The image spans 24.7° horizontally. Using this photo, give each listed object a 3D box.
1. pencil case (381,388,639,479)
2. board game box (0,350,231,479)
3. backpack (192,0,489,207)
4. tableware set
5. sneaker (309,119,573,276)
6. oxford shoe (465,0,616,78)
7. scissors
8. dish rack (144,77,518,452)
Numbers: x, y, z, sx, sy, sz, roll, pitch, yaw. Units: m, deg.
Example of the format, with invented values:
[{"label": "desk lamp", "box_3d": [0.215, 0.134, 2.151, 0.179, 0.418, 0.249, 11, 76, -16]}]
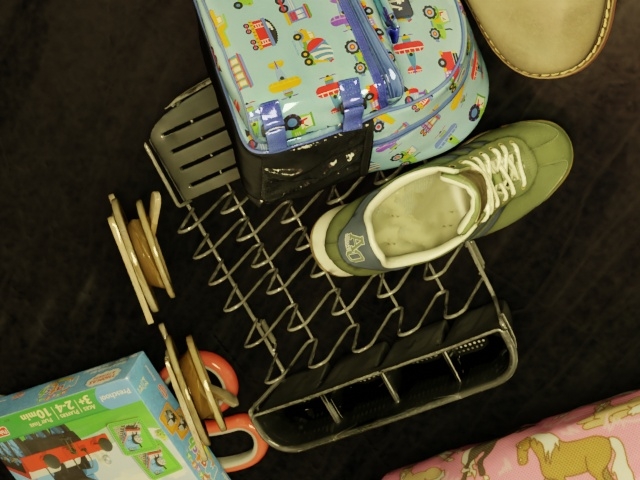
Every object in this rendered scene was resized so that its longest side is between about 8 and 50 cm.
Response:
[{"label": "pencil case", "box_3d": [0.223, 0.180, 1.010, 0.386, 0.167, 0.160, -25, 84, 25]}, {"label": "board game box", "box_3d": [-0.154, 0.198, 1.173, 0.160, 0.039, 0.211, -19, 115, 28]}, {"label": "backpack", "box_3d": [0.018, -0.119, 0.910, 0.173, 0.158, 0.117, -15, 157, -6]}, {"label": "tableware set", "box_3d": [-0.102, 0.055, 1.061, 0.039, 0.128, 0.194, -21, 102, -4]}, {"label": "sneaker", "box_3d": [0.092, -0.026, 0.932, 0.192, 0.086, 0.064, -24, 95, -16]}, {"label": "oxford shoe", "box_3d": [0.100, -0.248, 0.853, 0.123, 0.130, 0.348, -8, 112, 19]}, {"label": "scissors", "box_3d": [-0.187, 0.152, 1.186, 0.297, 0.021, 0.109, -9, 114, 18]}, {"label": "dish rack", "box_3d": [0.000, 0.000, 1.033, 0.208, 0.074, 0.271, -22, 106, 22]}]
